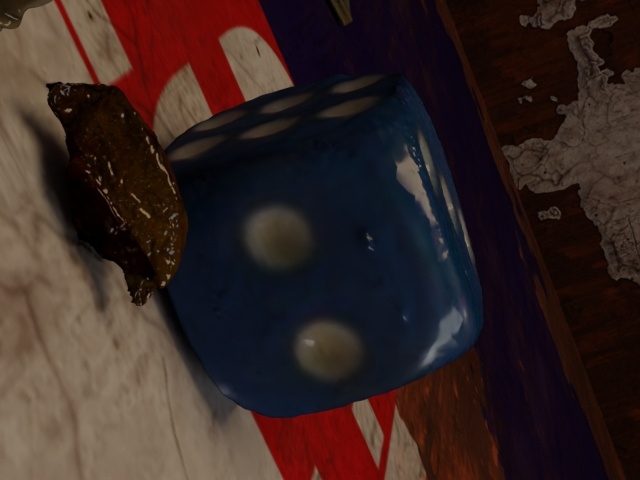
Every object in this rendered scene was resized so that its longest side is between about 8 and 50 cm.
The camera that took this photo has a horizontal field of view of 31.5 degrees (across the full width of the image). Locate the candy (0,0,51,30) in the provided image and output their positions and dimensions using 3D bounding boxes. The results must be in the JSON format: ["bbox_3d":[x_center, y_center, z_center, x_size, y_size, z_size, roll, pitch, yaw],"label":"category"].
[{"bbox_3d":[-0.126,-0.127,0.415,0.095,0.085,0.110,57,11,-35],"label":"candy"}]

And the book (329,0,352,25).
[{"bbox_3d":[-0.014,-0.346,1.234,0.138,0.016,0.198,-95,159,-45],"label":"book"}]

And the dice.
[{"bbox_3d":[0.000,0.000,0.593,0.146,0.143,0.146,-72,144,-68],"label":"dice"}]

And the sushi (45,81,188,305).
[{"bbox_3d":[-0.088,-0.022,0.491,0.099,0.047,0.050,62,-20,1],"label":"sushi"}]
